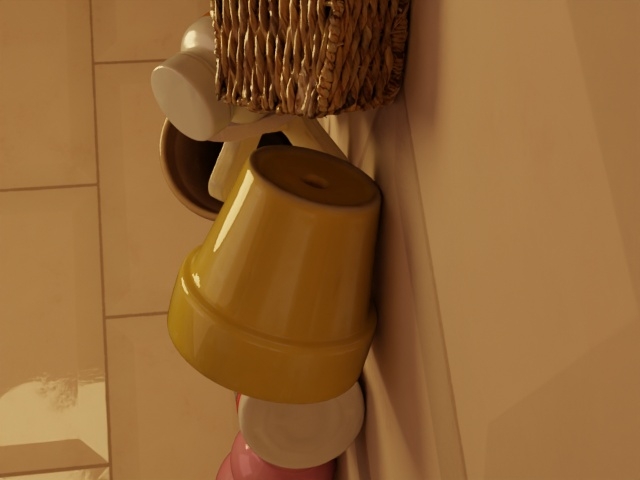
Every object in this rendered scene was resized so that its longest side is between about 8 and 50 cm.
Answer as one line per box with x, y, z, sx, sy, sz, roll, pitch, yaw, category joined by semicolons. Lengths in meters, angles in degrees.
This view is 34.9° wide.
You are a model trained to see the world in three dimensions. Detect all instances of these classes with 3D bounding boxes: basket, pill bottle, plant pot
0.028;-0.287;1.056;0.213;0.223;0.299;13;111;47;basket
-0.079;-0.225;1.214;0.136;0.246;0.136;33;147;25;pill bottle
-0.037;0.026;1.221;0.254;0.254;0.239;-108;33;-60;plant pot
-0.139;-0.162;1.866;0.229;0.263;0.263;-2;-92;-81;plant pot
-0.048;0.179;1.512;0.318;0.176;0.176;-113;20;-65;pill bottle

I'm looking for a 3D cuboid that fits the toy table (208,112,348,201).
-0.076;-0.183;1.373;0.252;0.274;0.160;37;150;28;toy table

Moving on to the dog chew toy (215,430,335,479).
-0.067;0.382;1.715;0.331;0.207;0.206;106;160;-45;dog chew toy
